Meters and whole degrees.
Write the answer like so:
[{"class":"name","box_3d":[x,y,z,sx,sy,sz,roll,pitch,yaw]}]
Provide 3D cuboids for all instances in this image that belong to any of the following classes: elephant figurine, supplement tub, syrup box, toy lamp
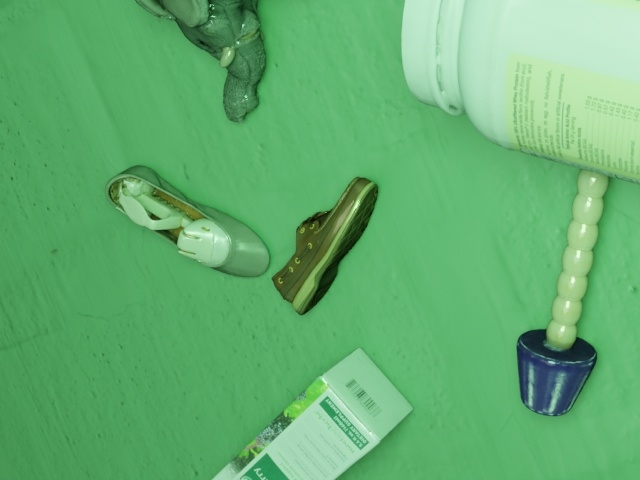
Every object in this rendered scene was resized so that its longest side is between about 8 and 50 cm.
[{"class":"elephant figurine","box_3d":[-0.105,-0.259,1.074,0.239,0.169,0.186,-38,55,48]},{"class":"supplement tub","box_3d":[0.251,-0.164,0.836,0.325,0.235,0.235,19,114,24]},{"class":"syrup box","box_3d":[-0.016,0.233,1.197,0.093,0.096,0.237,48,121,8]},{"class":"toy lamp","box_3d":[0.236,0.034,1.004,0.080,0.080,0.274,17,110,25]}]

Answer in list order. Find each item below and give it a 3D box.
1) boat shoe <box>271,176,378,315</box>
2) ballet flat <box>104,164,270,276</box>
[{"class":"boat shoe","box_3d":[0.000,0.000,1.135,0.060,0.064,0.178,39,123,12]},{"class":"ballet flat","box_3d":[-0.157,-0.014,1.219,0.213,0.068,0.072,32,118,18]}]
